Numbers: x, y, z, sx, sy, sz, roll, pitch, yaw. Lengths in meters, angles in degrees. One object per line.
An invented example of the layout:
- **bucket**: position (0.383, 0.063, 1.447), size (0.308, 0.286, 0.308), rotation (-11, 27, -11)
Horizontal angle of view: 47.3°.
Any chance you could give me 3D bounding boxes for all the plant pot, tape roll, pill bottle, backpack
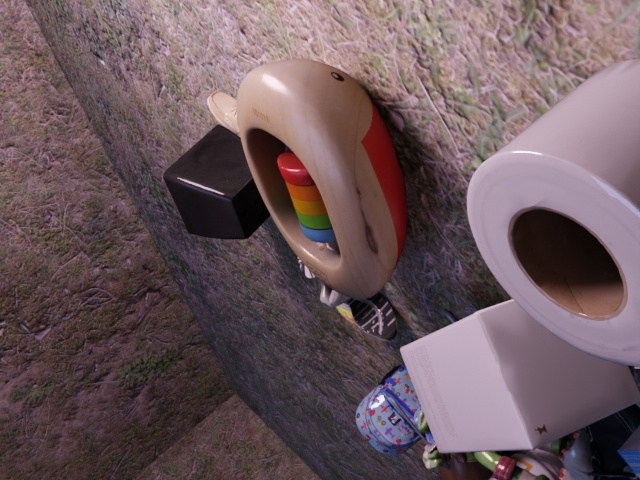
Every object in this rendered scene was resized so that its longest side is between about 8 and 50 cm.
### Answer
- **plant pot**: position (-0.196, -0.110, 1.593), size (0.166, 0.188, 0.188), rotation (22, 146, 31)
- **tape roll**: position (0.286, -0.025, 0.701), size (0.246, 0.169, 0.246), rotation (44, 157, 24)
- **plant pot**: position (0.302, 0.436, 1.451), size (0.167, 0.167, 0.165), rotation (16, 132, 58)
- **pill bottle**: position (0.348, 0.464, 1.300), size (0.117, 0.215, 0.117), rotation (43, 157, 23)
- **backpack**: position (0.170, 0.373, 1.589), size (0.158, 0.173, 0.117), rotation (49, 159, 11)

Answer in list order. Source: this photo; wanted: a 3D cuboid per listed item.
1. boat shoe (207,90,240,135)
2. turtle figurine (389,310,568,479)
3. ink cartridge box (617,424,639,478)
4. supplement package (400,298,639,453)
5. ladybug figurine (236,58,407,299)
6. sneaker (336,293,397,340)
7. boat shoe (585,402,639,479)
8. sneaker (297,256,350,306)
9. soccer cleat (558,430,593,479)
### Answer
- **boat shoe**: position (-0.151, -0.240, 1.438), size (0.170, 0.063, 0.059), rotation (42, 156, 2)
- **turtle figurine**: position (0.266, 0.312, 1.237), size (0.266, 0.197, 0.275), rotation (18, 120, 31)
- **ink cartridge box**: position (0.478, 0.301, 0.917), size (0.181, 0.104, 0.061), rotation (51, 160, 4)
- **supplement package**: position (0.262, 0.183, 1.024), size (0.293, 0.175, 0.178), rotation (129, 122, -69)
- **ladybug figurine**: position (0.020, -0.095, 1.158), size (0.305, 0.162, 0.450), rotation (33, 151, 41)
- **sneaker**: position (0.096, 0.153, 1.539), size (0.208, 0.081, 0.094), rotation (40, 164, 45)
- **boat shoe**: position (0.447, 0.349, 1.047), size (0.340, 0.113, 0.127), rotation (60, 159, -18)
- **sneaker**: position (0.000, 0.000, 1.425), size (0.292, 0.118, 0.110), rotation (61, 160, -18)
- **soccer cleat**: position (0.433, 0.369, 1.188), size (0.076, 0.068, 0.196), rotation (32, 159, 33)
